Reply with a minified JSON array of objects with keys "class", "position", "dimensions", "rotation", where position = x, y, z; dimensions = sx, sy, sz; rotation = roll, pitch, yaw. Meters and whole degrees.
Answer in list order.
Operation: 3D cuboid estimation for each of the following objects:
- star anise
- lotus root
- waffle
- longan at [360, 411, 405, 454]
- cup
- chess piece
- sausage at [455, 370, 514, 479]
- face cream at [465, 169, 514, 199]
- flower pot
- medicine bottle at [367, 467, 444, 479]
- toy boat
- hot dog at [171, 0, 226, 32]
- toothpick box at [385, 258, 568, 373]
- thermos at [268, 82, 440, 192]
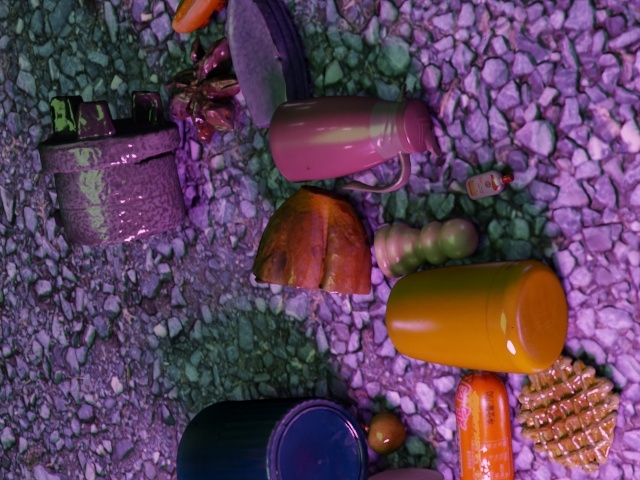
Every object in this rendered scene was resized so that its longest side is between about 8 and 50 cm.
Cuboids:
[{"class":"star anise","position":[-0.219,-0.281,2.086],"dimensions":[0.212,0.073,0.197],"rotation":[-47,66,38]},{"class":"lotus root","position":[-0.001,0.000,1.892],"dimensions":[0.199,0.188,0.180],"rotation":[17,99,39]},{"class":"waffle","position":[0.388,0.270,1.708],"dimensions":[0.169,0.036,0.183],"rotation":[23,112,36]},{"class":"longan","position":[0.110,0.342,1.928],"dimensions":[0.083,0.075,0.075],"rotation":[10,105,21]},{"class":"cup","position":[-0.074,0.431,1.959],"dimensions":[0.292,0.242,0.308],"rotation":[-18,91,51]},{"class":"chess piece","position":[0.184,0.006,1.804],"dimensions":[0.170,0.094,0.094],"rotation":[-12,90,32]},{"class":"sausage","position":[0.271,0.345,1.784],"dimensions":[0.093,0.093,0.312],"rotation":[0,99,40]},{"class":"face cream","position":[0.273,-0.092,1.745],"dimensions":[0.083,0.021,0.040],"rotation":[-16,89,40]},{"class":"flower pot","position":[-0.412,-0.158,2.154],"dimensions":[0.299,0.299,0.283],"rotation":[3,110,39]},{"class":"medicine bottle","position":[0.158,0.550,1.866],"dimensions":[0.170,0.170,0.293],"rotation":[-2,96,40]},{"class":"toy boat","position":[-0.099,-0.341,1.973],"dimensions":[0.127,0.078,0.283],"rotation":[-17,88,44]},{"class":"hot dog","position":[-0.197,-0.477,2.025],"dimensions":[0.076,0.102,0.249],"rotation":[31,129,-16]},{"class":"toothpick box","position":[0.237,0.120,1.719],"dimensions":[0.271,0.175,0.175],"rotation":[-4,96,43]},{"class":"thermos","position":[0.060,-0.167,1.834],"dimensions":[0.265,0.146,0.176],"rotation":[-2,94,35]}]
